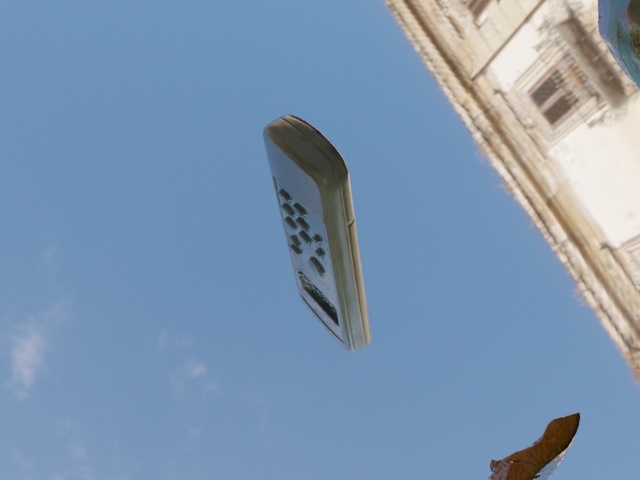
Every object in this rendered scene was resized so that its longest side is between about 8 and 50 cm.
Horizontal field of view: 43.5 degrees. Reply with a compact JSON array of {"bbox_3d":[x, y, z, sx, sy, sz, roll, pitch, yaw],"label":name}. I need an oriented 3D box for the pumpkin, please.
[{"bbox_3d":[0.120,0.152,0.499,0.035,0.073,0.101,30,-124,21],"label":"pumpkin"}]

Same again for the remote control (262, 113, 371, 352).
[{"bbox_3d":[0.000,0.000,0.712,0.038,0.234,0.098,-30,-132,-17],"label":"remote control"}]

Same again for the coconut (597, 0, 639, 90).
[{"bbox_3d":[0.396,-0.239,0.807,0.204,0.236,0.236,-37,-96,9],"label":"coconut"}]
